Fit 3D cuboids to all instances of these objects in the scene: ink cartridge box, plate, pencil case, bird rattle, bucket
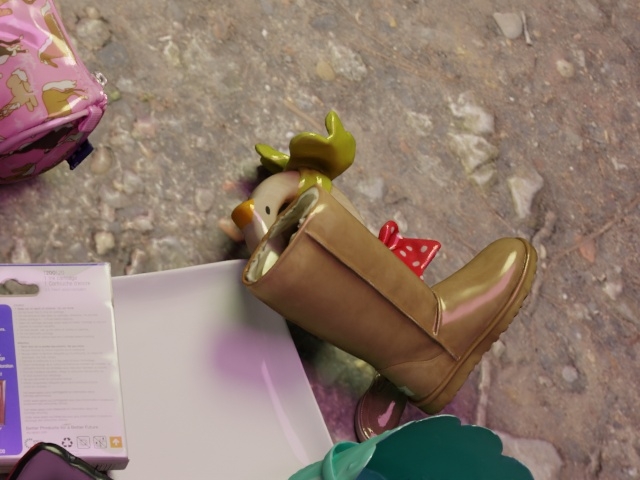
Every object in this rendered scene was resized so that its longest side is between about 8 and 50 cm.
[{"bbox_3d":[-0.295,0.122,1.860,0.206,0.045,0.208,0,65,-17],"label":"ink cartridge box"},{"bbox_3d":[-0.132,0.162,1.988,0.278,0.045,0.277,-7,69,-39],"label":"plate"},{"bbox_3d":[-0.360,-0.249,1.999,0.167,0.160,0.386,-15,72,-40],"label":"pencil case"},{"bbox_3d":[0.000,0.000,2.141,0.207,0.143,0.253,-34,97,-45],"label":"bird rattle"},{"bbox_3d":[0.082,0.319,1.919,0.281,0.183,0.281,13,69,-35],"label":"bucket"}]

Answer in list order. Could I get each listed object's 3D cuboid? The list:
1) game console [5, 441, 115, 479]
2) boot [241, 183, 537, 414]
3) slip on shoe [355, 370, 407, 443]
[{"bbox_3d":[-0.180,0.414,1.693,0.386,0.060,0.342,35,77,-14],"label":"game console"},{"bbox_3d":[0.083,0.029,2.063,0.269,0.089,0.236,39,74,-24],"label":"boot"},{"bbox_3d":[0.077,0.172,2.134,0.051,0.041,0.135,37,48,-12],"label":"slip on shoe"}]
